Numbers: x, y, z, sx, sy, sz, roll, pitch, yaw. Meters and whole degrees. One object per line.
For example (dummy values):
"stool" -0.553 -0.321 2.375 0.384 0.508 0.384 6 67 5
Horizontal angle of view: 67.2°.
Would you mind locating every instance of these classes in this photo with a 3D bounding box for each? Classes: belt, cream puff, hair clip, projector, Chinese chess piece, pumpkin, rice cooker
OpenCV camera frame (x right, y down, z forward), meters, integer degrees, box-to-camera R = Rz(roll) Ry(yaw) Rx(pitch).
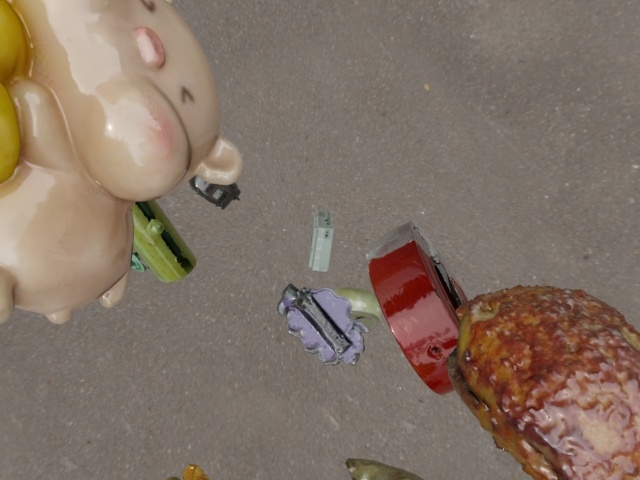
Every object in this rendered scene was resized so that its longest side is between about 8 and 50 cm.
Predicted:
"belt" 0.200 0.116 0.899 0.115 0.227 0.324 -32 74 20
"cream puff" 0.229 0.135 0.439 0.240 0.240 0.164 29 101 -4
"hair clip" 0.008 0.153 0.905 0.195 0.052 0.124 45 85 4
"projector" 0.000 0.000 1.408 0.061 0.115 0.147 7 118 -3
"Chinese chess piece" 0.103 0.255 1.714 0.238 0.238 0.092 2 57 -4
"pumpkin" -0.286 0.567 1.100 0.054 0.074 0.083 -30 110 6
"rice cooker" -0.391 -0.199 1.784 0.203 0.142 0.118 36 89 -37

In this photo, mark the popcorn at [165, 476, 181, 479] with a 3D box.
"popcorn" -0.413 0.808 1.365 0.237 0.206 0.251 16 79 -14

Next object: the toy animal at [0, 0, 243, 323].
"toy animal" -0.199 -0.097 0.433 0.247 0.277 0.345 -7 93 -6

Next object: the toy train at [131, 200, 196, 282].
"toy train" -0.364 -0.049 0.976 0.126 0.189 0.307 -56 133 -38

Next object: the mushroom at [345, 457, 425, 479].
"mushroom" 0.159 0.508 0.885 0.212 0.217 0.292 -37 108 7
